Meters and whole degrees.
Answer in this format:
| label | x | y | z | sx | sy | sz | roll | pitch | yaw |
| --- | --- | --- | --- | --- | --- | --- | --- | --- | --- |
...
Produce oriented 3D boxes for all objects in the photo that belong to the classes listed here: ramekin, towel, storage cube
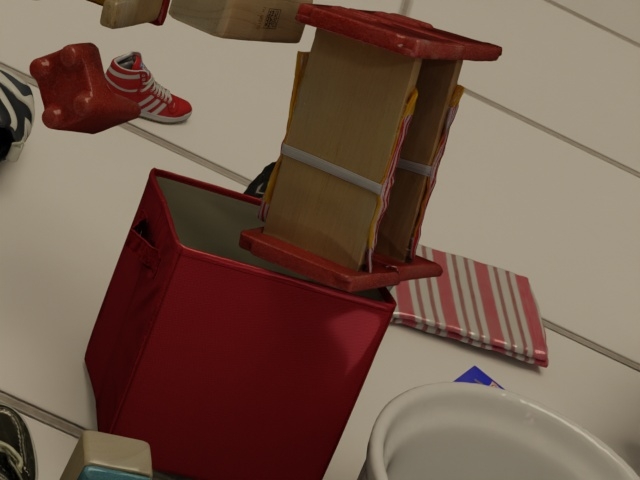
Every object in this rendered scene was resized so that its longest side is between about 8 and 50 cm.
| label | x | y | z | sx | sy | sz | roll | pitch | yaw |
| --- | --- | --- | --- | --- | --- | --- | --- | --- | --- |
| ramekin | 0.144 | 0.258 | 1.270 | 0.277 | 0.135 | 0.277 | 19 | 30 | -12 |
| towel | 0.153 | 0.068 | 1.679 | 0.197 | 0.029 | 0.144 | 17 | 32 | -14 |
| storage cube | -0.077 | 0.077 | 1.278 | 0.215 | 0.193 | 0.183 | 15 | 18 | -19 |

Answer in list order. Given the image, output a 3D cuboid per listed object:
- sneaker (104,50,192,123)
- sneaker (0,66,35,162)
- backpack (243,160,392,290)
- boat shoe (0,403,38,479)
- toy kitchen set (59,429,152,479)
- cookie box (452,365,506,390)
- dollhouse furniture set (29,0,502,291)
| label | x | y | z | sx | sy | sz | roll | pitch | yaw |
| --- | --- | --- | --- | --- | --- | --- | --- | --- | --- |
| sneaker | -0.190 | -0.173 | 1.722 | 0.118 | 0.067 | 0.042 | 8 | 36 | -30 |
| sneaker | -0.386 | -0.131 | 1.473 | 0.235 | 0.094 | 0.153 | 25 | 21 | -26 |
| backpack | 0.000 | 0.000 | 1.570 | 0.182 | 0.115 | 0.152 | 32 | 28 | 1 |
| boat shoe | -0.245 | 0.187 | 1.135 | 0.078 | 0.070 | 0.219 | 19 | 32 | -15 |
| toy kitchen set | -0.090 | 0.254 | 1.109 | 0.207 | 0.122 | 0.166 | 14 | 33 | -22 |
| cookie box | 0.155 | 0.180 | 1.495 | 0.092 | 0.040 | 0.107 | 38 | 32 | 17 |
| dollhouse furniture set | -0.065 | -0.119 | 1.248 | 0.374 | 0.201 | 0.152 | 23 | 15 | 26 |
